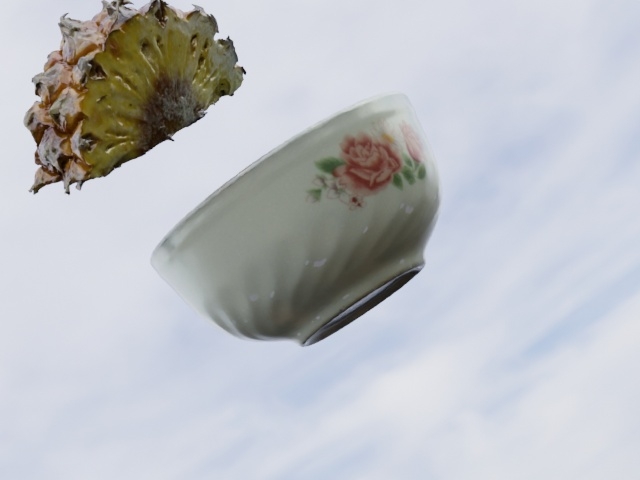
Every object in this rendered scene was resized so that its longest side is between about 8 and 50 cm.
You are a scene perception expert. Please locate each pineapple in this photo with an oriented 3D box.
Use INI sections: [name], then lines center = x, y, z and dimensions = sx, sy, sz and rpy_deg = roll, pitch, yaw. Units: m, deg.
[pineapple]
center = -0.166, -0.143, 1.512
dimensions = 0.079, 0.135, 0.233
rpy_deg = 2, 30, 39

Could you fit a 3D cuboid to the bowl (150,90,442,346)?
[bowl]
center = 0.000, 0.000, 1.617
dimensions = 0.277, 0.145, 0.277
rpy_deg = -34, -9, -6
